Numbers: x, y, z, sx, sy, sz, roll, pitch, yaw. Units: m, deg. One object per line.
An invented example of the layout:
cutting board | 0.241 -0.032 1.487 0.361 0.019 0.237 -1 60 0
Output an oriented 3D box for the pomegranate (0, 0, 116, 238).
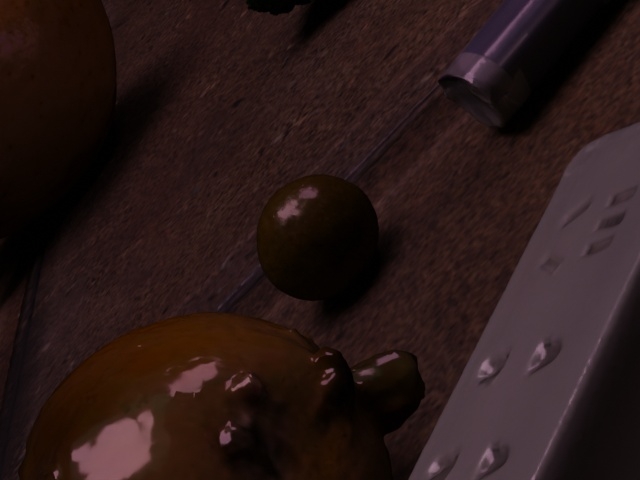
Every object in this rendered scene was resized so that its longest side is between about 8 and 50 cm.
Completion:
pomegranate | -0.399 -0.147 1.601 0.410 0.410 0.410 -42 21 20

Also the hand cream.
hand cream | 0.163 -0.173 0.834 0.255 0.048 0.079 -52 18 -8

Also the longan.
longan | 0.000 0.000 0.855 0.075 0.075 0.083 -51 -22 -3

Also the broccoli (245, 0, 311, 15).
broccoli | -0.015 -0.292 1.306 0.195 0.156 0.195 -173 90 -79

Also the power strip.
power strip | 0.061 0.113 0.510 0.091 0.062 0.385 -22 32 58

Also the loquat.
loquat | -0.045 0.106 0.629 0.204 0.149 0.172 -33 19 4
